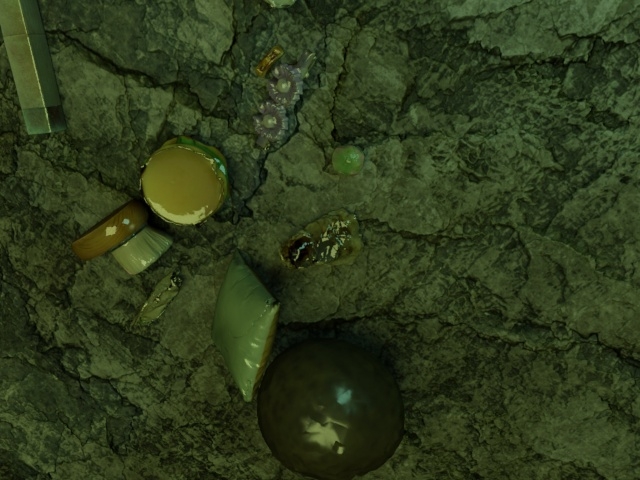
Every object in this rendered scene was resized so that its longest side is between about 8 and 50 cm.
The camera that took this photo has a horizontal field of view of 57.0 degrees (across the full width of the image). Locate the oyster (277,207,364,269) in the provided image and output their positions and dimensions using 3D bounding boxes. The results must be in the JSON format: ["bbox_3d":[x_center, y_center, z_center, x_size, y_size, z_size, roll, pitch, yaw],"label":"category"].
[{"bbox_3d":[-0.004,0.015,1.557,0.232,0.107,0.162,-14,96,12],"label":"oyster"}]

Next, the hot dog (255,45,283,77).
[{"bbox_3d":[-0.129,-0.443,1.461,0.030,0.034,0.090,43,109,-6],"label":"hot dog"}]

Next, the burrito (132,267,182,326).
[{"bbox_3d":[-0.467,0.168,1.714,0.063,0.058,0.229,40,108,1],"label":"burrito"}]

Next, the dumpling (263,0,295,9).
[{"bbox_3d":[-0.132,-0.654,1.350,0.172,0.142,0.247,-44,112,-11],"label":"dumpling"}]

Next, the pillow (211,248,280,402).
[{"bbox_3d":[-0.206,0.220,1.578,0.119,0.310,0.312,4,113,-28],"label":"pillow"}]

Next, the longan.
[{"bbox_3d":[0.020,0.445,1.537,0.391,0.391,0.391,3,108,10],"label":"longan"}]

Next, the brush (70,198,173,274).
[{"bbox_3d":[-0.556,0.013,1.628,0.266,0.174,0.166,-25,112,25],"label":"brush"}]

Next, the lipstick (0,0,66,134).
[{"bbox_3d":[-0.759,-0.470,1.547,0.076,0.080,0.372,-2,107,12],"label":"lipstick"}]

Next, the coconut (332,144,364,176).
[{"bbox_3d":[0.070,-0.201,1.481,0.082,0.081,0.083,-21,94,3],"label":"coconut"}]

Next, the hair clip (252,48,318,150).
[{"bbox_3d":[-0.096,-0.348,1.471,0.106,0.084,0.292,39,116,15],"label":"hair clip"}]

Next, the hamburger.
[{"bbox_3d":[-0.345,-0.164,1.534,0.237,0.149,0.237,2,114,3],"label":"hamburger"}]
